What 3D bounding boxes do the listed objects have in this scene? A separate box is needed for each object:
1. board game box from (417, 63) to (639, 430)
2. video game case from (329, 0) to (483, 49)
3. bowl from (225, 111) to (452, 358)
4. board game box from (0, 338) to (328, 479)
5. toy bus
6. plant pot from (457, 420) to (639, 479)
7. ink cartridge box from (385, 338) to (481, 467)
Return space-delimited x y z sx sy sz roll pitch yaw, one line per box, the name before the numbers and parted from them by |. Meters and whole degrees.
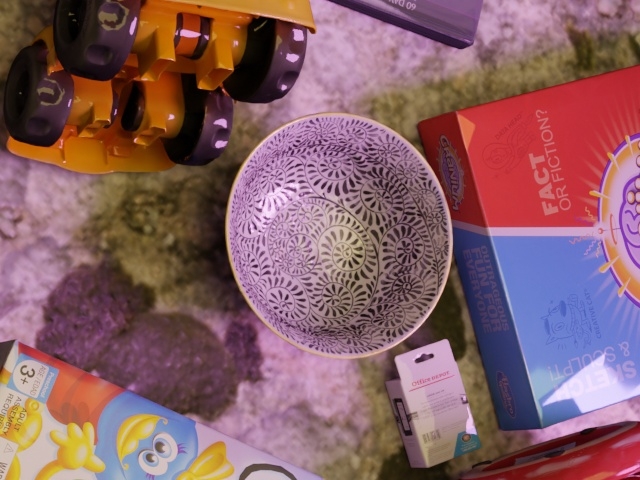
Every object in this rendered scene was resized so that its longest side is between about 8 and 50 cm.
board game box | 0.252 -0.013 1.470 0.316 0.064 0.242 -16 91 -24
video game case | 0.055 -0.301 1.439 0.196 0.026 0.274 18 77 -20
bowl | 0.000 0.000 1.351 0.170 0.080 0.170 3 83 -22
board game box | -0.118 0.185 1.245 0.275 0.144 0.142 26 75 -18
toy bus | -0.120 -0.171 1.267 0.149 0.220 0.211 5 62 -31
plant pot | 0.191 0.225 1.352 0.191 0.191 0.174 -15 87 -24
ink cartridge box | 0.079 0.118 1.400 0.048 0.028 0.083 -17 91 -24
